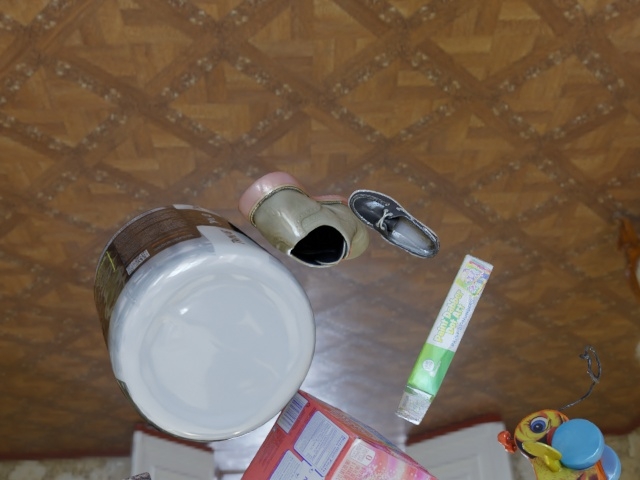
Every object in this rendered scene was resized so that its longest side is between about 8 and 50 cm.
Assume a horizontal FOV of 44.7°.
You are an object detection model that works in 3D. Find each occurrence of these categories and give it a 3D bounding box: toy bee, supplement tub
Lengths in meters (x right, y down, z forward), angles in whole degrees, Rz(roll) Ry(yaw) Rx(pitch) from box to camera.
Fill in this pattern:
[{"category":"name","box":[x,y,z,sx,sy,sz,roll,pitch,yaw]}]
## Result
[{"category":"toy bee","box":[0.344,0.316,1.122,0.162,0.298,0.195,-21,110,27]},{"category":"supplement tub","box":[-0.150,0.073,0.898,0.207,0.207,0.338,10,-172,-22]}]

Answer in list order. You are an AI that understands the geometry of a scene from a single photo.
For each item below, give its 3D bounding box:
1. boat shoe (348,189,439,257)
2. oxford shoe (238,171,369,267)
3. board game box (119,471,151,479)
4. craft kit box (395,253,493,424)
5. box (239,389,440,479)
[{"category":"boat shoe","box":[0.088,-0.018,0.934,0.125,0.038,0.046,36,101,-2]},{"category":"oxford shoe","box":[0.000,0.000,1.411,0.140,0.146,0.397,-46,154,15]},{"category":"board game box","box":[-0.402,0.548,1.281,0.291,0.232,0.141,-4,154,-43]},{"category":"craft kit box","box":[0.213,0.180,1.363,0.061,0.250,0.246,24,159,14]},{"category":"box","box":[-0.022,0.346,0.880,0.142,0.300,0.154,34,174,-29]}]
